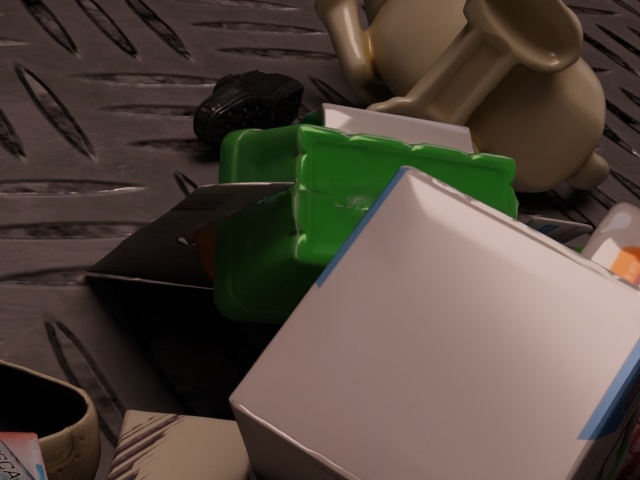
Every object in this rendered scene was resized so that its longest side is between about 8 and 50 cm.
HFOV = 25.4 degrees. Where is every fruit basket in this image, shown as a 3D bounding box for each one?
[{"bbox_3d":[0.000,0.000,1.202,0.327,0.165,0.353,7,-9,-21],"label":"fruit basket"}]

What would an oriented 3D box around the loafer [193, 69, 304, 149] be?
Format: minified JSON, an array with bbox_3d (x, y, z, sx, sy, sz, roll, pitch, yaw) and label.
[{"bbox_3d":[-0.095,-0.154,1.644,0.078,0.076,0.223,22,22,17],"label":"loafer"}]

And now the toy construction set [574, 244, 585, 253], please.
[{"bbox_3d":[0.443,-0.020,1.501,0.257,0.309,0.237,42,12,-13],"label":"toy construction set"}]

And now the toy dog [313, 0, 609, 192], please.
[{"bbox_3d":[0.191,-0.256,1.794,0.395,0.284,0.408,20,24,-26],"label":"toy dog"}]

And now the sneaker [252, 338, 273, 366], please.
[{"bbox_3d":[0.031,0.150,1.163,0.211,0.080,0.081,17,32,19],"label":"sneaker"}]

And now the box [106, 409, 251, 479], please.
[{"bbox_3d":[-0.101,0.228,0.879,0.094,0.113,0.275,7,26,-1],"label":"box"}]

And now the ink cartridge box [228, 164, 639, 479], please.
[{"bbox_3d":[0.087,0.130,0.949,0.197,0.270,0.198,29,68,19],"label":"ink cartridge box"}]

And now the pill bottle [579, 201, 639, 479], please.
[{"bbox_3d":[0.350,0.160,1.150,0.392,0.224,0.224,33,29,10],"label":"pill bottle"}]

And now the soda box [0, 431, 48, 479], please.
[{"bbox_3d":[-0.200,0.195,0.805,0.058,0.183,0.063,5,32,-24],"label":"soda box"}]

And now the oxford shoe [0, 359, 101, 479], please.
[{"bbox_3d":[-0.333,0.094,0.927,0.397,0.146,0.140,12,44,-10],"label":"oxford shoe"}]
